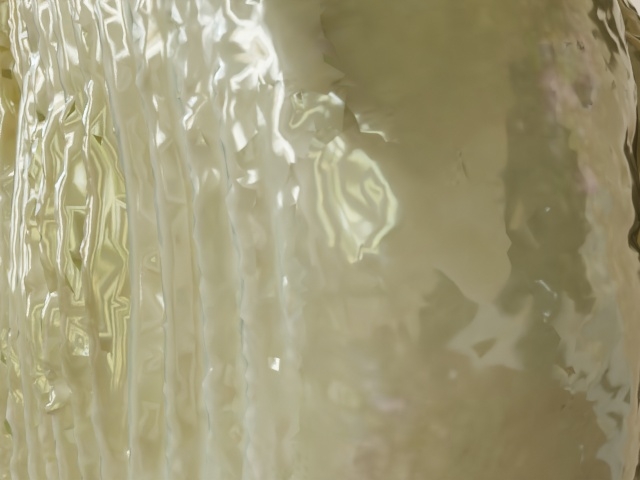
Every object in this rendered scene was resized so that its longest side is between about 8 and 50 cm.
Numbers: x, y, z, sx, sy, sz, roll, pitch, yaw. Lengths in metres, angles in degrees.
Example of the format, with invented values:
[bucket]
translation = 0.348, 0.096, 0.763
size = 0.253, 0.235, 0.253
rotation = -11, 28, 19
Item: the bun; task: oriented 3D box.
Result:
[bun]
translation = 0.000, 0.000, 0.583
size = 0.219, 0.365, 0.365
rotation = -7, 14, -31
